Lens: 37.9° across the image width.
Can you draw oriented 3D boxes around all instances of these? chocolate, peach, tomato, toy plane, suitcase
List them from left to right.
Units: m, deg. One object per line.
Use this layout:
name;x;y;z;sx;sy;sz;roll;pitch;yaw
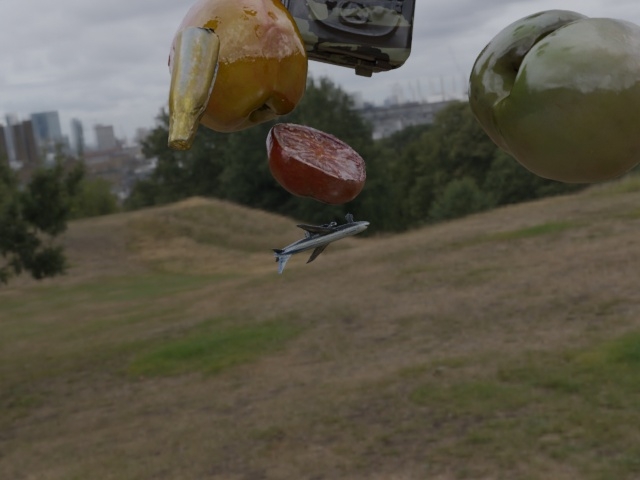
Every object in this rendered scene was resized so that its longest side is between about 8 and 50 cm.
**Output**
chocolate;-0.223;-0.253;1.582;0.085;0.219;0.085;7;-20;3
peach;-0.176;-0.381;1.915;0.289;0.308;0.289;-20;-12;-4
tomato;-0.013;-0.148;1.927;0.237;0.095;0.237;20;25;-10
toy plane;-0.003;-0.002;2.024;0.226;0.058;0.226;-28;-21;-6
suitcase;0.053;-0.573;2.187;0.351;0.339;0.194;7;-4;-20
peach;0.368;-0.205;1.361;0.292;0.247;0.292;21;-2;1
